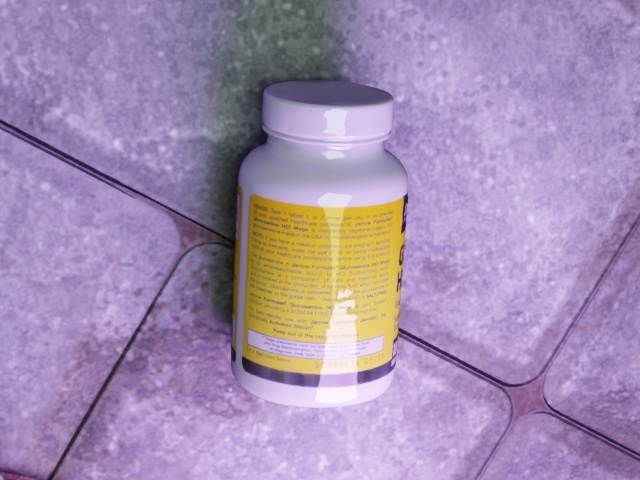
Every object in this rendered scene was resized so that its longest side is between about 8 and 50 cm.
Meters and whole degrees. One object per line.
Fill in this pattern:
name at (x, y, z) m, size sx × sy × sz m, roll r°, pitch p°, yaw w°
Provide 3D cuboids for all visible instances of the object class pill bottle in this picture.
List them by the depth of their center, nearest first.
pill bottle at (0.000, 0.000, 1.742) m, size 0.188 × 0.188 × 0.333 m, roll -2°, pitch 108°, yaw -18°

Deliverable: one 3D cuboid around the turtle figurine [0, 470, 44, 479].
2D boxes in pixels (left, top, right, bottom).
turtle figurine at (-0.392, 0.326, 1.713) m, size 0.275 × 0.198 × 0.266 m, roll -32°, pitch 110°, yaw -11°
